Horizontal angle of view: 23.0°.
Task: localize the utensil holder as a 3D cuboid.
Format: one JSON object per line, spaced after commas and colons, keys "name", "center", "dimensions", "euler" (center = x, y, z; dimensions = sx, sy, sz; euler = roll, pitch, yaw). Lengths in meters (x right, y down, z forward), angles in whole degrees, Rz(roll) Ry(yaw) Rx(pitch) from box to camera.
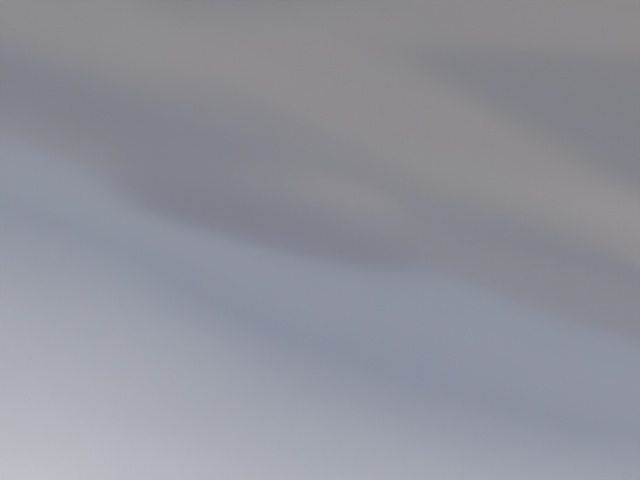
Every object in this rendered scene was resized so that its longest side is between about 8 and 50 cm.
{"name": "utensil holder", "center": [0.000, 0.000, 0.507], "dimensions": [0.385, 0.328, 0.327], "euler": [15, 174, -20]}
